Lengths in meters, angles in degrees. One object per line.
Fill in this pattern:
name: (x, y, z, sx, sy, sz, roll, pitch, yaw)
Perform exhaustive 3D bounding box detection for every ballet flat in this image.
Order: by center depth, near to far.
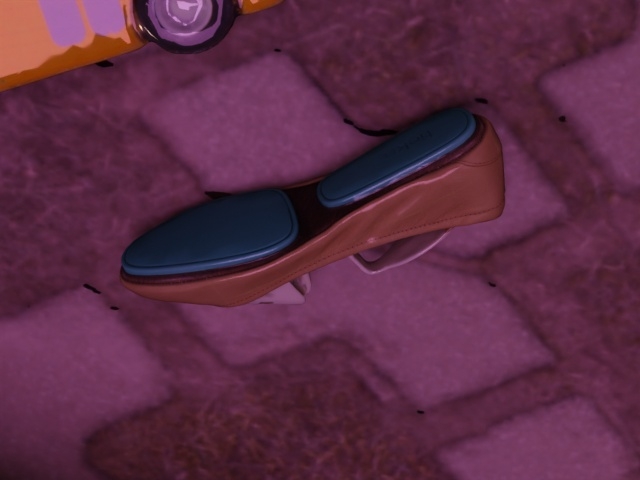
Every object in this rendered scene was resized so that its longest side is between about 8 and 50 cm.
ballet flat: (0.000, 0.000, 0.717, 0.232, 0.080, 0.073, -21, 122, 7)

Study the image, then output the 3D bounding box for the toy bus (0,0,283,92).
toy bus: (-0.186, -0.135, 0.652, 0.333, 0.108, 0.130, -16, 106, 5)
